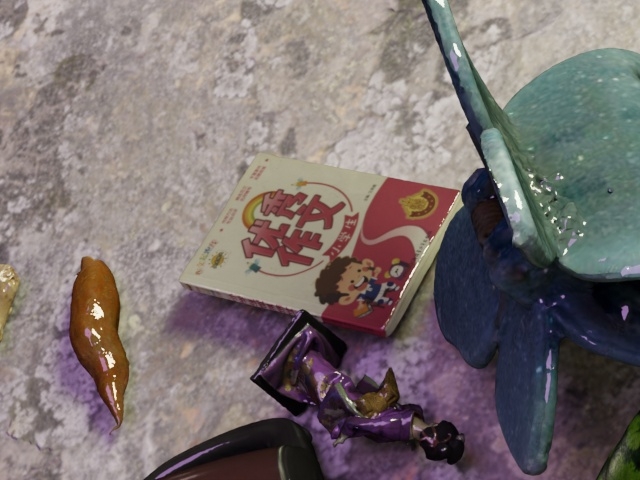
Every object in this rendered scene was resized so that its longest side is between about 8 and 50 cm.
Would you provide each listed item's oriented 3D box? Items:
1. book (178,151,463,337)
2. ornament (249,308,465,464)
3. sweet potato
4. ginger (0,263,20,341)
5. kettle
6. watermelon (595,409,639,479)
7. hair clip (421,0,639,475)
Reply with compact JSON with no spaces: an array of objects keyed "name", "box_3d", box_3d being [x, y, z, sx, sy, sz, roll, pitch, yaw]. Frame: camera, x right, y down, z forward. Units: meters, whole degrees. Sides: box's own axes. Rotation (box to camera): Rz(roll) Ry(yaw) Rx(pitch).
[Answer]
[{"name":"book","box_3d":[0.000,0.000,1.735,0.232,0.022,0.162,13,58,32]},{"name":"ornament","box_3d":[0.046,0.148,1.622,0.203,0.081,0.088,29,82,34]},{"name":"sweet potato","box_3d":[-0.210,0.098,1.805,0.056,0.056,0.195,-24,60,16]},{"name":"ginger","box_3d":[-0.409,0.111,1.902,0.149,0.065,0.258,36,88,39]},{"name":"kettle","box_3d":[-0.101,0.253,1.630,0.232,0.144,0.202,-24,25,9]},{"name":"watermelon","box_3d":[0.328,0.206,1.306,0.285,0.285,0.285,-13,60,23]},{"name":"hair clip","box_3d":[0.219,-0.026,1.456,0.238,0.392,0.318,-10,36,-4]}]
